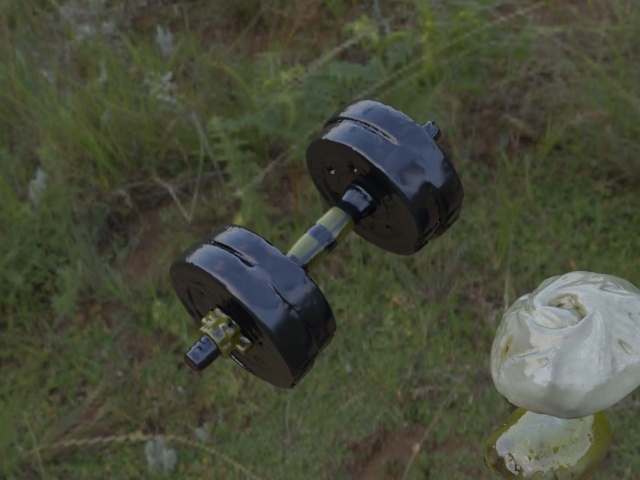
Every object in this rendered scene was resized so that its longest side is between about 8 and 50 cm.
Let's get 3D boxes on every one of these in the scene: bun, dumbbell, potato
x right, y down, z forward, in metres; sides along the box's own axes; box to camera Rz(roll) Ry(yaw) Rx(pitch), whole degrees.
[{"bbox_3d":[0.251,0.092,1.109,0.183,0.102,0.183,-19,32,12],"label":"bun"},{"bbox_3d":[0.000,0.000,1.154,0.185,0.185,0.388,32,65,30],"label":"dumbbell"},{"bbox_3d":[0.352,0.312,1.663,0.200,0.137,0.154,-30,58,-12],"label":"potato"}]
